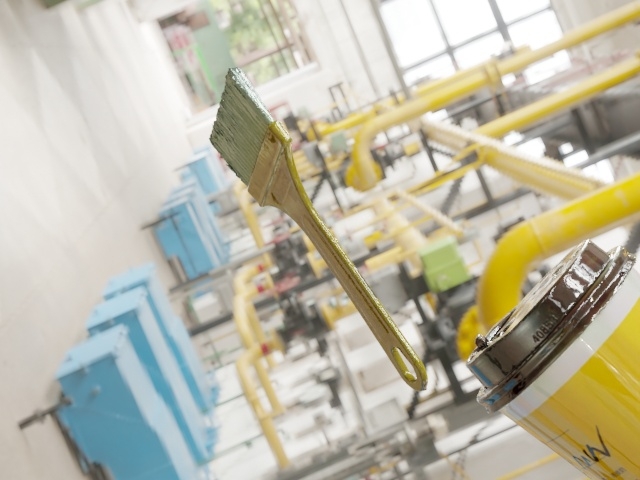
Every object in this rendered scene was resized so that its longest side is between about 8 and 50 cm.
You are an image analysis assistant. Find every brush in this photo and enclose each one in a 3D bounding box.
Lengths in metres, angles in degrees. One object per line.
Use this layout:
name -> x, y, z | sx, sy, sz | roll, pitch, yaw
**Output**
brush -> 0.000, 0.000, 0.619 | 0.205, 0.011, 0.083 | 54, -25, 13

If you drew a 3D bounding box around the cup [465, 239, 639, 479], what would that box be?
cup -> 0.281, 0.142, 0.979 | 0.280, 0.196, 0.196 | 42, -4, 7
